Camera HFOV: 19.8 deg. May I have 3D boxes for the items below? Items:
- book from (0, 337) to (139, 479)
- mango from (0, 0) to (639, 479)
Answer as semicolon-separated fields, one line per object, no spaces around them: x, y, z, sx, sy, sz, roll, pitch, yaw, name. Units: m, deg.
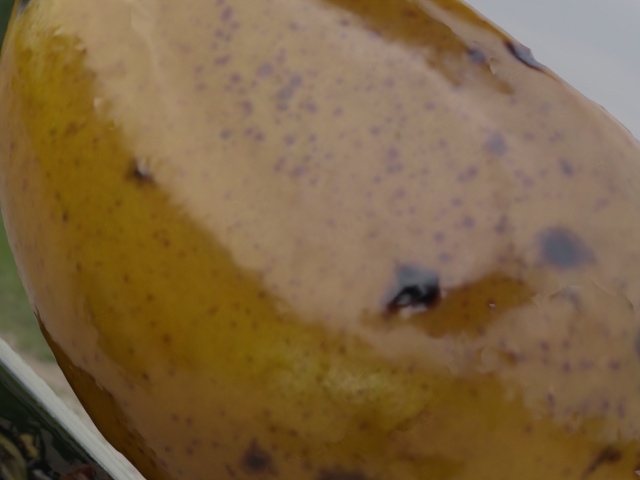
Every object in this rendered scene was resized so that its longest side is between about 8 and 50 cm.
-0.179;0.207;0.727;0.228;0.322;0.018;48;9;-18;book
0.000;0.000;0.605;0.290;0.191;0.160;47;-10;12;mango
